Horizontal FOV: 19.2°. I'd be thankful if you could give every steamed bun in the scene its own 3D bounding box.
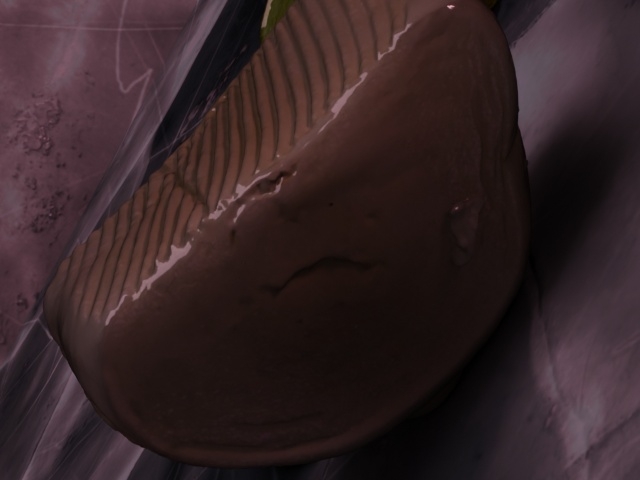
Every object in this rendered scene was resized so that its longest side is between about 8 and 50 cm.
[{"bbox_3d":[0.005,0.000,1.322,0.383,0.236,0.247,-47,24,2],"label":"steamed bun"}]

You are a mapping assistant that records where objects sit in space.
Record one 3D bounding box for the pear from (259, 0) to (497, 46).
[{"bbox_3d":[0.044,-0.206,1.797,0.255,0.164,0.238,-52,25,43],"label":"pear"}]
